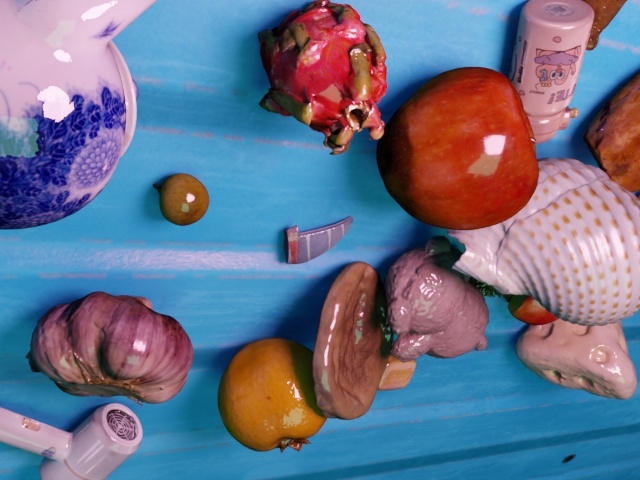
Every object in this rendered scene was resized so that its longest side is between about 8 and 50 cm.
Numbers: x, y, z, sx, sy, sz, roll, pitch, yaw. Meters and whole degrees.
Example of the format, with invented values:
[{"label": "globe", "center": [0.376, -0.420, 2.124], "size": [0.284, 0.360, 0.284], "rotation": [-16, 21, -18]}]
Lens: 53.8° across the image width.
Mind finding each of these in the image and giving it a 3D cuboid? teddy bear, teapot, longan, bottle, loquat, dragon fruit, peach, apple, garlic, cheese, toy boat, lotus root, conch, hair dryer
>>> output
[{"label": "teddy bear", "center": [0.205, 0.117, 1.145], "size": [0.267, 0.151, 0.236], "rotation": [38, 76, -40]}, {"label": "teapot", "center": [-0.297, -0.143, 0.644], "size": [0.424, 0.252, 0.280], "rotation": [-34, 177, 35]}, {"label": "longan", "center": [-0.197, -0.058, 0.877], "size": [0.083, 0.075, 0.075], "rotation": [23, 127, 9]}, {"label": "bottle", "center": [0.333, -0.240, 0.925], "size": [0.110, 0.097, 0.209], "rotation": [2, 136, 7]}, {"label": "loquat", "center": [-0.081, 0.279, 1.137], "size": [0.208, 0.208, 0.208], "rotation": [-13, 134, -14]}, {"label": "dragon fruit", "center": [0.004, -0.194, 0.763], "size": [0.160, 0.172, 0.166], "rotation": [25, 117, -39]}, {"label": "peach", "center": [0.463, 0.119, 1.320], "size": [0.118, 0.151, 0.151], "rotation": [38, 115, 4]}, {"label": "apple", "center": [0.191, -0.128, 0.892], "size": [0.230, 0.230, 0.230], "rotation": [-13, 134, -14]}, {"label": "garlic", "center": [-0.306, 0.153, 0.956], "size": [0.245, 0.160, 0.245], "rotation": [7, 154, 4]}, {"label": "cheese", "center": [0.568, 0.252, 1.417], "size": [0.248, 0.251, 0.174], "rotation": [-29, 137, 24]}, {"label": "toy boat", "center": [0.001, 0.000, 1.040], "size": [0.122, 0.034, 0.096], "rotation": [-13, 140, -16]}, {"label": "lotus root", "center": [0.574, -0.204, 1.035], "size": [0.291, 0.193, 0.193], "rotation": [-35, 135, 12]}, {"label": "conch", "center": [0.375, -0.020, 0.993], "size": [0.319, 0.303, 0.215], "rotation": [13, 131, -25]}, {"label": "hair dryer", "center": [-0.496, 0.323, 1.072], "size": [0.173, 0.107, 0.357], "rotation": [-44, 127, 13]}]

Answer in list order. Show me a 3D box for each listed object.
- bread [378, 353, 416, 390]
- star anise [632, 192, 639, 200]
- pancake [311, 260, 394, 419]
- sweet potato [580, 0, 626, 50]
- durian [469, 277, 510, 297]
[{"label": "bread", "center": [0.149, 0.277, 1.347], "size": [0.115, 0.056, 0.082], "rotation": [2, 111, -42]}, {"label": "star anise", "center": [0.620, -0.049, 1.266], "size": [0.182, 0.065, 0.195], "rotation": [-29, 140, 9]}, {"label": "pancake", "center": [0.064, 0.189, 1.116], "size": [0.050, 0.294, 0.294], "rotation": [8, 144, 27]}, {"label": "sweet potato", "center": [0.416, -0.384, 0.843], "size": [0.112, 0.085, 0.285], "rotation": [-9, 134, -24]}, {"label": "durian", "center": [0.363, 0.035, 1.201], "size": [0.137, 0.095, 0.220], "rotation": [20, 116, -37]}]
